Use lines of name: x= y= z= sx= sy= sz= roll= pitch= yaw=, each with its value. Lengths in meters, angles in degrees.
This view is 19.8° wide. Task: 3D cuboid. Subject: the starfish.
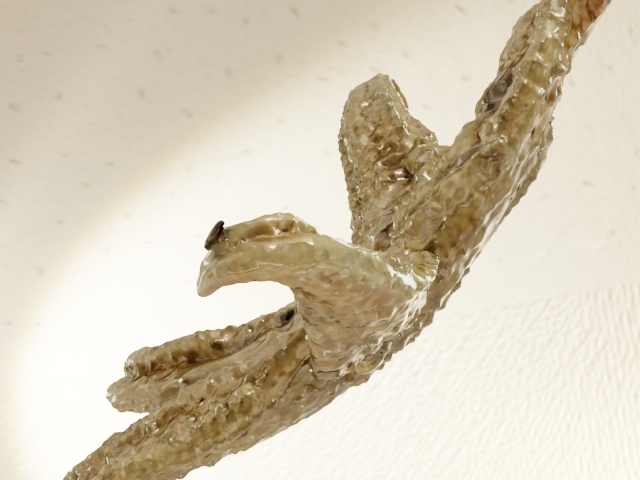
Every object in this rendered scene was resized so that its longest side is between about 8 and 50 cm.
starfish: x=0.008 y=0.007 z=0.768 sx=0.094 sy=0.327 sz=0.375 roll=45 pitch=-92 yaw=-3
